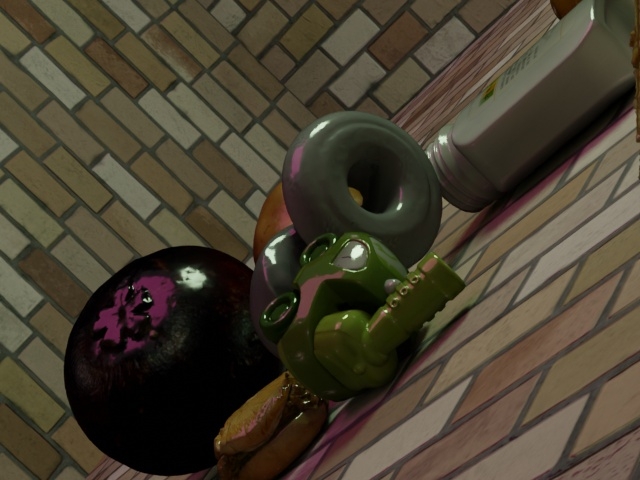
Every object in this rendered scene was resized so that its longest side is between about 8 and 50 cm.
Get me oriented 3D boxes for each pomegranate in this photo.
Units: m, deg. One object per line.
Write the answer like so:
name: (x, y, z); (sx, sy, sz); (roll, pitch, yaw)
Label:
pomegranate: (-0.003, 0.003, 2.350); (0.209, 0.209, 0.209); (-46, 5, 5)

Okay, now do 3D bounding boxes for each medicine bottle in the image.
medicine bottle: (0.268, -0.167, 1.949); (0.324, 0.124, 0.179); (-41, 8, 34)

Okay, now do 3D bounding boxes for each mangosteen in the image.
mangosteen: (-0.183, 0.167, 2.144); (0.330, 0.330, 0.330); (-46, 5, 5)

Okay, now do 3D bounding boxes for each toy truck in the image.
toy truck: (0.046, 0.087, 1.728); (0.187, 0.148, 0.210); (-49, 27, -15)

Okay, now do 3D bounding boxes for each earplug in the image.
earplug: (0.023, 0.001, 1.951); (0.326, 0.214, 0.175); (-69, 19, 0)

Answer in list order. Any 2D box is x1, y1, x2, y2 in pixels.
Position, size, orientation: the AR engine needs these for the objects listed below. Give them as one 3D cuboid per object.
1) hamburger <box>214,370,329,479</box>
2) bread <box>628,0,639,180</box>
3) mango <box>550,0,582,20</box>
hamburger: (-0.056, 0.215, 1.814); (0.147, 0.083, 0.138); (-44, 1, 7)
bread: (0.445, -0.217, 1.453); (0.405, 0.242, 0.346); (-6, 19, 24)
mango: (0.417, -0.358, 2.141); (0.254, 0.139, 0.175); (-30, 19, 50)
